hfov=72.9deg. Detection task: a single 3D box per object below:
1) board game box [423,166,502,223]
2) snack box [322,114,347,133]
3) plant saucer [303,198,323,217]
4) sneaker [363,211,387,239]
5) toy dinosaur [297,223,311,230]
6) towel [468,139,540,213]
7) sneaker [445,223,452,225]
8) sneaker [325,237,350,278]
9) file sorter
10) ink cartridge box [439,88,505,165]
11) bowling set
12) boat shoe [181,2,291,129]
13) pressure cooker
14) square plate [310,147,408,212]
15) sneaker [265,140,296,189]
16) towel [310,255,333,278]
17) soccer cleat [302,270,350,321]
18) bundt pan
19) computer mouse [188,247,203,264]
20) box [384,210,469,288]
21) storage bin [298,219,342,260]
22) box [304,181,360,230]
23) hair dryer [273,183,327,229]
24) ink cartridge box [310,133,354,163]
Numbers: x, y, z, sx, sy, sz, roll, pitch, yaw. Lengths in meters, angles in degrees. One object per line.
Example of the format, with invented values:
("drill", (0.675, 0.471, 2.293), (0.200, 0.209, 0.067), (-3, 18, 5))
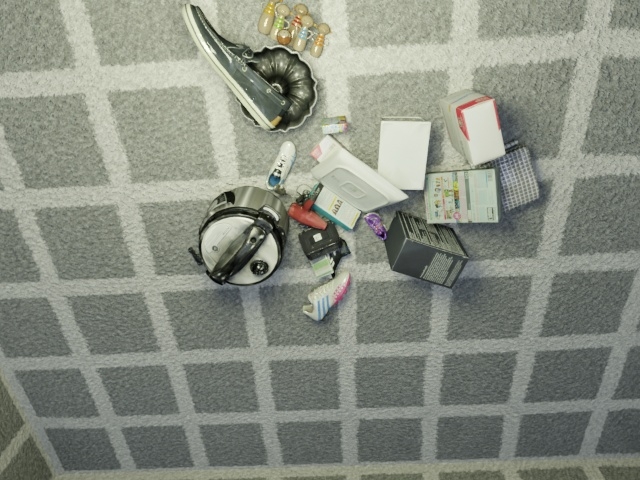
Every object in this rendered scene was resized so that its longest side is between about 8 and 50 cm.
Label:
("board game box", (0.603, -0.190, 1.847), (0.303, 0.097, 0.224), (1, 107, 34))
("snack box", (0.057, -0.477, 1.784), (0.100, 0.141, 0.037), (-8, 118, 4))
("plant saucer", (-0.032, -0.152, 2.019), (0.119, 0.021, 0.119), (0, 118, 0))
("sneaker", (0.264, -0.066, 2.012), (0.068, 0.071, 0.170), (-32, 127, 21))
("toy dinosaur", (-0.065, -0.069, 2.054), (0.082, 0.047, 0.090), (-10, 107, -14))
("towel", (0.810, -0.265, 1.896), (0.235, 0.121, 0.283), (-22, 115, 11))
("sneaker", (0.600, -0.185, 1.962), (0.105, 0.095, 0.236), (17, 111, 0))
("sneaker", (0.089, 0.089, 2.109), (0.121, 0.079, 0.216), (-4, 116, 4))
("file sorter", (0.334, -0.374, 1.816), (0.193, 0.173, 0.277), (1, 117, 1))
("ink cartridge box", (0.588, -0.452, 1.698), (0.131, 0.306, 0.226), (-20, 115, 10))
("bowling set", (-0.093, -0.795, 1.599), (0.287, 0.200, 0.154), (19, 115, -13))
("boat shoe", (-0.290, -0.632, 1.557), (0.156, 0.187, 0.500), (-36, 116, 12))
("pressure cooker", (-0.322, -0.013, 1.873), (0.376, 0.420, 0.369), (-2, 118, 2))
("square plate", (0.146, -0.228, 1.829), (0.344, 0.347, 0.049), (33, 73, -15))
("sneaker", (-0.172, -0.323, 1.899), (0.085, 0.086, 0.237), (23, 114, -9))
("towel", (-0.002, 0.100, 2.094), (0.113, 0.023, 0.152), (-26, 85, 40))
("soccer cleat", (0.025, 0.274, 2.184), (0.143, 0.116, 0.331), (26, 115, -13))
("bundt pan", (-0.172, -0.608, 1.731), (0.331, 0.124, 0.330), (1, 117, 1))
("computer mouse", (-0.543, 0.057, 2.122), (0.193, 0.042, 0.106), (-17, 115, 9))
("box", (0.463, 0.036, 1.958), (0.294, 0.296, 0.182), (18, 116, -7))
("storage bin", (0.000, 0.000, 2.018), (0.180, 0.122, 0.084), (-22, 154, 2))
("box", (0.057, -0.152, 1.970), (0.244, 0.060, 0.100), (34, 71, -15))
("hair dryer", (-0.068, -0.137, 1.901), (0.224, 0.080, 0.293), (10, 154, 43))
("ink cartridge box", (0.067, -0.361, 1.886), (0.198, 0.067, 0.115), (40, 111, -16))
